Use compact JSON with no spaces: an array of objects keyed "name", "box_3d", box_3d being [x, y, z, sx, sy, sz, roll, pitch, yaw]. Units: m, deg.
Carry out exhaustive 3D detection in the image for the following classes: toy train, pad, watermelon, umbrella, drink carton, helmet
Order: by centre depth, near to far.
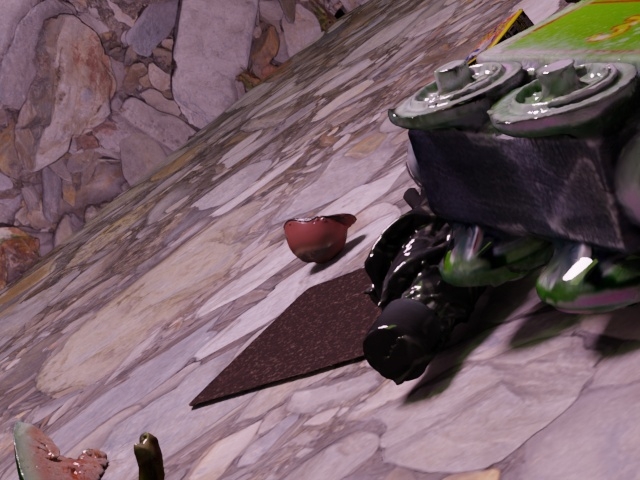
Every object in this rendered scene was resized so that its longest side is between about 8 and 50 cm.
[{"name":"toy train","box_3d":[0.206,-0.072,1.099,0.249,0.173,0.307,-28,18,-21]},{"name":"umbrella","box_3d":[0.102,-0.006,1.289,0.154,0.128,0.336,-14,25,47]},{"name":"pad","box_3d":[0.026,0.071,1.483,0.330,0.004,0.220,-21,17,49]},{"name":"watermelon","box_3d":[-0.265,0.229,1.499,0.080,0.101,0.155,-20,25,15]},{"name":"helmet","box_3d":[0.001,0.001,1.734,0.084,0.049,0.065,-8,-21,7]},{"name":"drink carton","box_3d":[0.241,-0.249,2.074,0.071,0.056,0.165,-37,8,34]}]

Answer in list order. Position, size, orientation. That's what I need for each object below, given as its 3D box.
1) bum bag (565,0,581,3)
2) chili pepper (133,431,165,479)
[{"name":"bum bag","box_3d":[0.418,-0.383,2.055,0.142,0.080,0.326,-37,10,-29]},{"name":"chili pepper","box_3d":[-0.150,0.271,0.812,0.338,0.134,0.131,-44,28,-23]}]
